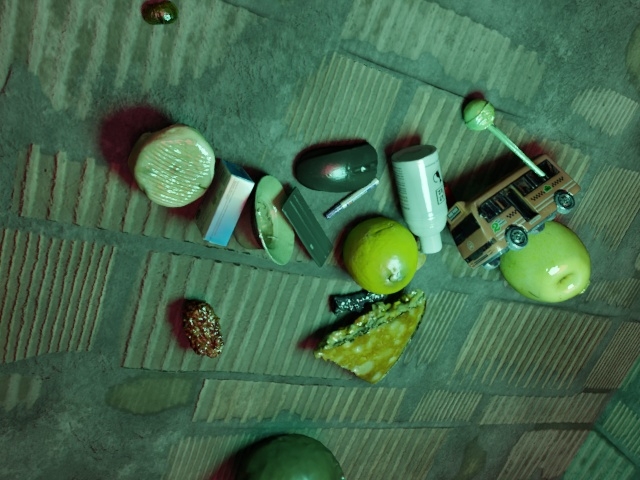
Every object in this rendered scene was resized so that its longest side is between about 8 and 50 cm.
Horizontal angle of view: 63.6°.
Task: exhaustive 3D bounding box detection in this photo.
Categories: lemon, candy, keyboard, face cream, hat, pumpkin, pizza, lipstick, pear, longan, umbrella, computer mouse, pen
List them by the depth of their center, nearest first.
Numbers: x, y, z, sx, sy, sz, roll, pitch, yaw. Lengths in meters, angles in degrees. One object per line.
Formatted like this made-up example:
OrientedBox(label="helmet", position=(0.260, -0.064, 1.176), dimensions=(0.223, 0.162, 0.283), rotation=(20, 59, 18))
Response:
OrientedBox(label="pumpkin", position=(-0.373, -0.528, 1.206), dimensions=(0.083, 0.028, 0.050), rotation=(-17, 123, -10))
OrientedBox(label="hat", position=(-0.179, -0.050, 1.458), dimensions=(0.130, 0.257, 0.257), rotation=(-8, 125, 19))
OrientedBox(label="computer mouse", position=(0.062, -0.210, 1.525), dimensions=(0.269, 0.086, 0.138), rotation=(-10, 119, -20))
OrientedBox(label="keyboard", position=(-0.010, 0.000, 1.602), dimensions=(0.381, 0.041, 0.104), rotation=(54, 54, -34))
OrientedBox(label="pen", position=(0.099, -0.131, 1.616), dimensions=(0.204, 0.025, 0.025), rotation=(-37, 124, -3))
OrientedBox(label="candy", position=(0.585, -0.316, 1.627), dimensions=(0.335, 0.092, 0.093), rotation=(40, 82, -5))
OrientedBox(label="face cream", position=(0.330, -0.107, 1.638), dimensions=(0.145, 0.145, 0.370), rotation=(-23, 116, -11))
OrientedBox(label="lemon", position=(0.200, 0.058, 1.642), dimensions=(0.240, 0.219, 0.241), rotation=(-10, 122, -16))
OrientedBox(label="lipstick", position=(0.453, -0.084, 1.770), dimensions=(0.073, 0.073, 0.280), rotation=(-39, 124, -1))
OrientedBox(label="umbrella", position=(0.146, 0.205, 1.786), dimensions=(0.224, 0.071, 0.080), rotation=(-17, 149, -21))
OrientedBox(label="pizza", position=(0.153, 0.335, 1.808), dimensions=(0.405, 0.130, 0.440), rotation=(3, 124, -30))
OrientedBox(label="longan", position=(-0.094, 0.906, 1.845), dimensions=(0.435, 0.404, 0.404), rotation=(34, 99, -26))
OrientedBox(label="pear", position=(0.814, 0.077, 1.882), dimensions=(0.308, 0.309, 0.310), rotation=(-10, 119, -19))

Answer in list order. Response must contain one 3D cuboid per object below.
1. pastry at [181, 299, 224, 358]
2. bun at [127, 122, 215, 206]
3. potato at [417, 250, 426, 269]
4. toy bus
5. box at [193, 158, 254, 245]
OrientedBox(label="pastry", position=(-0.357, 0.266, 1.575), dimensions=(0.115, 0.097, 0.209), rotation=(-17, 123, -11))
OrientedBox(label="bun", position=(-0.379, -0.199, 1.318), dimensions=(0.209, 0.116, 0.237), rotation=(9, 126, -30))
OrientedBox(label="potato", position=(0.330, 0.071, 1.806), dimensions=(0.083, 0.062, 0.068), rotation=(-41, 143, -25))
OrientedBox(label="toy bus", position=(0.623, -0.097, 1.684), dimensions=(0.426, 0.233, 0.203), rotation=(-31, 167, -23))
OrientedBox(label="box", position=(-0.265, -0.104, 1.401), dimensions=(0.073, 0.139, 0.194), rotation=(19, 107, -30))
